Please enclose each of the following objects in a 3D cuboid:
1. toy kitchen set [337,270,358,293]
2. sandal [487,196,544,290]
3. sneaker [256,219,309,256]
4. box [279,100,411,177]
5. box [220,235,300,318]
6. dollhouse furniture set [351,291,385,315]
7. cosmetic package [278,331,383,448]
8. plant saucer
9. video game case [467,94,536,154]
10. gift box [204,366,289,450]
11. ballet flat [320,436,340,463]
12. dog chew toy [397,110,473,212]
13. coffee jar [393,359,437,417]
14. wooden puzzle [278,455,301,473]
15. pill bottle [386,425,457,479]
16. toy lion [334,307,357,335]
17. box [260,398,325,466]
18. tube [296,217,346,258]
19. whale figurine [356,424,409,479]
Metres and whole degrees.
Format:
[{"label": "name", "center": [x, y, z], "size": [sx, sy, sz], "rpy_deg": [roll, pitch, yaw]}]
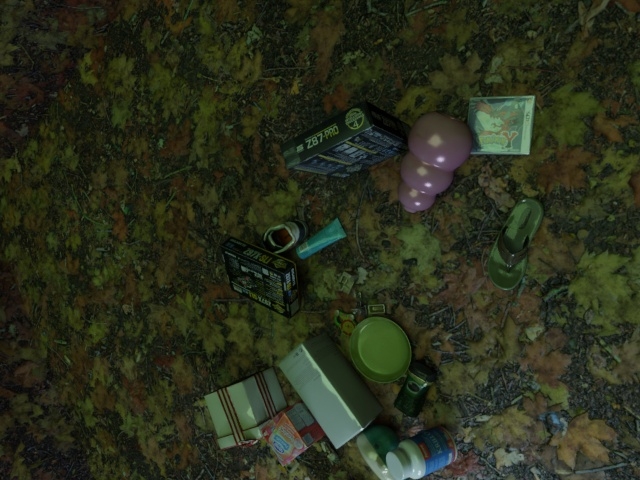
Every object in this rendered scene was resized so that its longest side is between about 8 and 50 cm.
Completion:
[{"label": "toy kitchen set", "center": [0.086, 0.150, 1.812], "size": [0.068, 0.075, 0.083], "rpy_deg": [30, 102, 26]}, {"label": "sandal", "center": [0.602, 0.008, 1.515], "size": [0.120, 0.086, 0.303], "rpy_deg": [20, 101, 27]}, {"label": "sneaker", "center": [-0.197, 0.027, 1.938], "size": [0.321, 0.127, 0.126], "rpy_deg": [-42, 74, 25]}, {"label": "box", "center": [0.105, -0.313, 1.603], "size": [0.318, 0.394, 0.097], "rpy_deg": [-23, 81, 29]}, {"label": "box", "center": [-0.238, 0.145, 1.921], "size": [0.321, 0.079, 0.257], "rpy_deg": [21, 138, 27]}, {"label": "dollhouse furniture set", "center": [0.170, 0.234, 1.765], "size": [0.114, 0.081, 0.091], "rpy_deg": [-8, 88, 29]}, {"label": "cosmetic package", "center": [0.040, 0.541, 1.787], "size": [0.155, 0.197, 0.366], "rpy_deg": [-45, 70, 23]}, {"label": "plant saucer", "center": [0.222, 0.396, 1.769], "size": [0.240, 0.037, 0.241], "rpy_deg": [2, 94, 29]}, {"label": "video game case", "center": [0.574, -0.369, 1.552], "size": [0.201, 0.023, 0.184], "rpy_deg": [6, 95, 29]}, {"label": "gift box", "center": [-0.303, 0.694, 1.943], "size": [0.255, 0.276, 0.258], "rpy_deg": [-29, 80, 32]}, {"label": "ballet flat", "center": [0.032, 0.826, 1.890], "size": [0.041, 0.041, 0.114], "rpy_deg": [-42, 73, 24]}, {"label": "dog chew toy", "center": [0.357, -0.246, 1.586], "size": [0.206, 0.206, 0.332], "rpy_deg": [31, 115, 24]}, {"label": "coffee jar", "center": [0.332, 0.515, 1.689], "size": [0.096, 0.079, 0.185], "rpy_deg": [28, 106, 27]}, {"label": "wooden puzzle", "center": [-0.129, 0.916, 1.997], "size": [0.078, 0.014, 0.116], "rpy_deg": [35, 107, 23]}, {"label": "pill bottle", "center": [0.333, 0.709, 1.601], "size": [0.124, 0.221, 0.125], "rpy_deg": [26, 120, 56]}, {"label": "toy lion", "center": [0.098, 0.314, 1.841], "size": [0.100, 0.034, 0.096], "rpy_deg": [13, 106, 28]}, {"label": "box", "center": [-0.059, 0.675, 1.785], "size": [0.142, 0.300, 0.154], "rpy_deg": [-45, 72, 23]}, {"label": "tube", "center": [0.000, 0.000, 1.873], "size": [0.207, 0.052, 0.080], "rpy_deg": [-32, 81, 21]}, {"label": "whale figurine", "center": [0.248, 0.771, 1.693], "size": [0.141, 0.216, 0.272], "rpy_deg": [-38, 65, -8]}]
